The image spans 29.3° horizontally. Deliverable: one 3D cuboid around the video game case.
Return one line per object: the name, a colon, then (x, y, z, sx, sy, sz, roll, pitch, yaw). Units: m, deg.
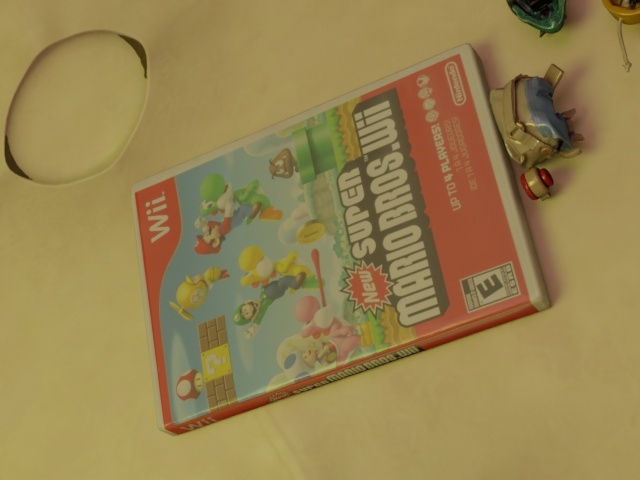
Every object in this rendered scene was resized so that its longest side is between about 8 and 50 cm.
video game case: (0.000, 0.000, 0.859, 0.285, 0.025, 0.204, -21, 61, 19)

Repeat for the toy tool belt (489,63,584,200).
toy tool belt: (0.146, -0.072, 0.799, 0.051, 0.052, 0.083, -29, 59, 24)

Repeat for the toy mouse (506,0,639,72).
toy mouse: (0.175, -0.192, 0.846, 0.143, 0.031, 0.161, 16, 77, 32)
